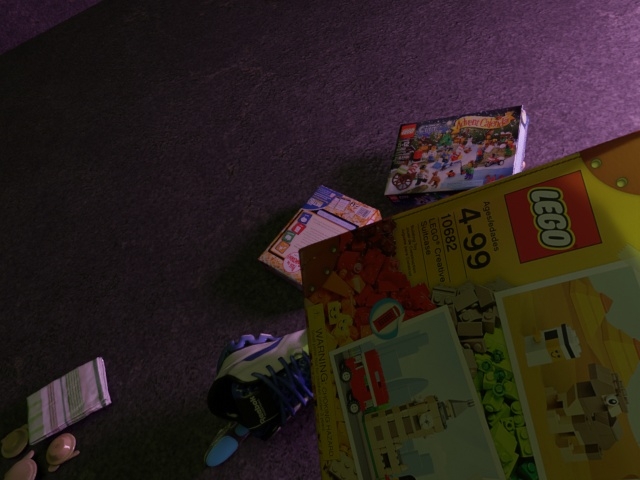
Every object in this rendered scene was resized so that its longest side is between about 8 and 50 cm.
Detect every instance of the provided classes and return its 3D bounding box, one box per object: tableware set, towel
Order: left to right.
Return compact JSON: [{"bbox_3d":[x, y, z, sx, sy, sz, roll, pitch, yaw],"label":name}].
[{"bbox_3d":[-0.505,0.364,0.964,0.141,0.020,0.169,-33,46,-9],"label":"tableware set"},{"bbox_3d":[-0.460,0.292,0.987,0.152,0.023,0.113,-29,43,-6],"label":"towel"}]

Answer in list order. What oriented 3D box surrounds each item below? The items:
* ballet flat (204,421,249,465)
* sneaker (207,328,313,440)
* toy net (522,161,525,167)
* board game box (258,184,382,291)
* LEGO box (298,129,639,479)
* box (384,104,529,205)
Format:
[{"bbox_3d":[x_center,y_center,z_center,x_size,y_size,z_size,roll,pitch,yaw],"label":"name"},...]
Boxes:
[{"bbox_3d":[-0.138,0.302,0.847,0.114,0.041,0.041,-44,51,-12],"label":"ballet flat"},{"bbox_3d":[-0.031,0.195,0.770,0.315,0.127,0.182,-21,11,15],"label":"sneaker"},{"bbox_3d":[0.310,-0.090,0.938,0.122,0.045,0.232,-46,47,7],"label":"toy net"},{"bbox_3d":[0.000,0.000,0.999,0.146,0.045,0.193,28,70,35],"label":"board game box"},{"bbox_3d":[0.200,0.211,0.513,0.372,0.193,0.500,-20,67,32],"label":"LEGO box"},{"bbox_3d":[0.239,-0.146,0.962,0.233,0.044,0.159,-2,64,36],"label":"box"}]
